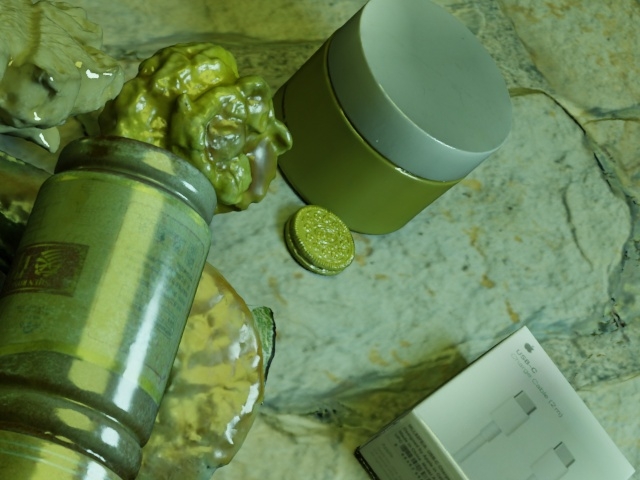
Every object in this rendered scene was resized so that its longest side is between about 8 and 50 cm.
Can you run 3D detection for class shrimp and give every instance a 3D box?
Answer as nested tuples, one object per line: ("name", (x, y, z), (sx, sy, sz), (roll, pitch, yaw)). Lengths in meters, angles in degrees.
("shrimp", (-0.258, 0.065, 1.523), (0.445, 0.085, 0.272), (36, 68, -6))

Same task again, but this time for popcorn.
("popcorn", (-0.131, -0.097, 1.721), (0.155, 0.197, 0.197), (34, 31, 29))

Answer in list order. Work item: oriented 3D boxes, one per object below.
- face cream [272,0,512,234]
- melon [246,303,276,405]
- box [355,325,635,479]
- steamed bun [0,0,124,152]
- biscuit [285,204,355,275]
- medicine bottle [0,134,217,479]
("face cream", (0.076, -0.140, 1.947), (0.218, 0.179, 0.218), (24, 45, -27))
("melon", (-0.128, 0.126, 1.622), (0.139, 0.093, 0.202), (35, 51, -18))
("box", (0.187, 0.233, 1.816), (0.203, 0.106, 0.252), (53, 38, 7))
("steamed bun", (-0.346, -0.174, 1.597), (0.292, 0.137, 0.295), (35, 21, 19))
("biscuit", (0.000, 0.000, 1.887), (0.084, 0.023, 0.084), (24, 45, -27))
("medicine bottle", (-0.193, 0.084, 1.399), (0.151, 0.151, 0.322), (28, 62, -24))
